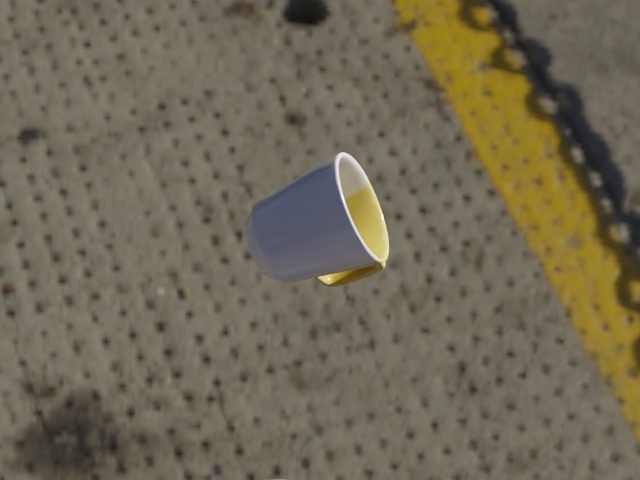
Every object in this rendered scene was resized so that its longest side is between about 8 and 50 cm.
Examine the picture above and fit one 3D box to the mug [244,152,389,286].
[{"bbox_3d":[-0.001,0.000,0.969,0.064,0.078,0.062,-22,19,17],"label":"mug"}]
